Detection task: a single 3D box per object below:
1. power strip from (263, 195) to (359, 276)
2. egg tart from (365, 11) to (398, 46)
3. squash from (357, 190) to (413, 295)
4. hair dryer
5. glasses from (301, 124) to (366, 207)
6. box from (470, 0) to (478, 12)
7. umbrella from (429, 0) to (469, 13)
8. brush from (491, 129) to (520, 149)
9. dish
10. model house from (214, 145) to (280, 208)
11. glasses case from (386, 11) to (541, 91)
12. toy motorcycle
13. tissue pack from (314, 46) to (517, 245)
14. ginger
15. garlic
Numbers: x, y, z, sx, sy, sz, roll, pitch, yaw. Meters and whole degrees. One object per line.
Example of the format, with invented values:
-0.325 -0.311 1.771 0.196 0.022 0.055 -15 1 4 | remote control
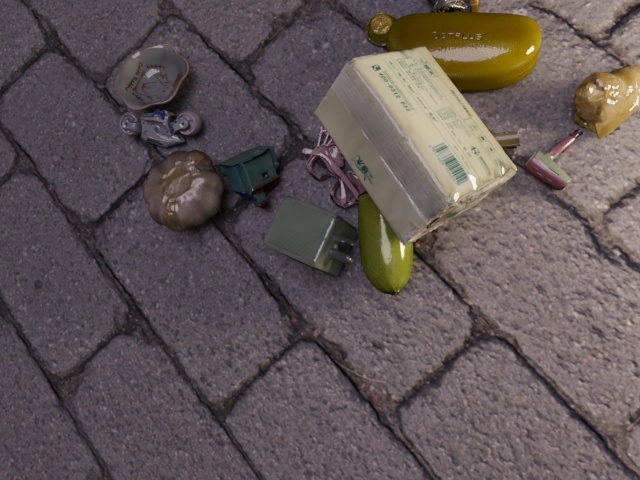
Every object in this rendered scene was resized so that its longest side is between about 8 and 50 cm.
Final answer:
0.000 0.000 1.348 0.224 0.140 0.139 22 85 29 | power strip
0.167 -0.576 1.489 0.105 0.039 0.105 -3 79 17 | egg tart
0.156 0.009 1.322 0.132 0.132 0.247 -3 78 15 | squash
0.565 -0.204 1.296 0.106 0.054 0.154 37 86 15 | hair dryer
0.057 -0.204 1.418 0.162 0.095 0.255 -38 73 -3 | glasses
0.397 -0.649 1.412 0.022 0.089 0.157 2 81 18 | box
0.332 -0.735 1.442 0.106 0.113 0.358 9 75 -10 | umbrella
0.365 -0.235 1.368 0.247 0.036 0.043 -4 73 22 | brush
-0.487 -0.466 1.630 0.229 0.081 0.230 -4 69 10 | dish
-0.177 -0.161 1.468 0.119 0.148 0.149 8 122 51 | model house
0.345 -0.470 1.363 0.371 0.141 0.173 8 82 18 | glasses case
-0.463 -0.325 1.597 0.254 0.112 0.113 2 79 15 | toy motorcycle
0.213 -0.223 1.234 0.381 0.297 0.207 58 141 11 | tissue pack
0.668 -0.353 1.265 0.193 0.122 0.115 -45 51 -2 | ginger
-0.367 -0.132 1.492 0.227 0.152 0.228 -4 70 12 | garlic
